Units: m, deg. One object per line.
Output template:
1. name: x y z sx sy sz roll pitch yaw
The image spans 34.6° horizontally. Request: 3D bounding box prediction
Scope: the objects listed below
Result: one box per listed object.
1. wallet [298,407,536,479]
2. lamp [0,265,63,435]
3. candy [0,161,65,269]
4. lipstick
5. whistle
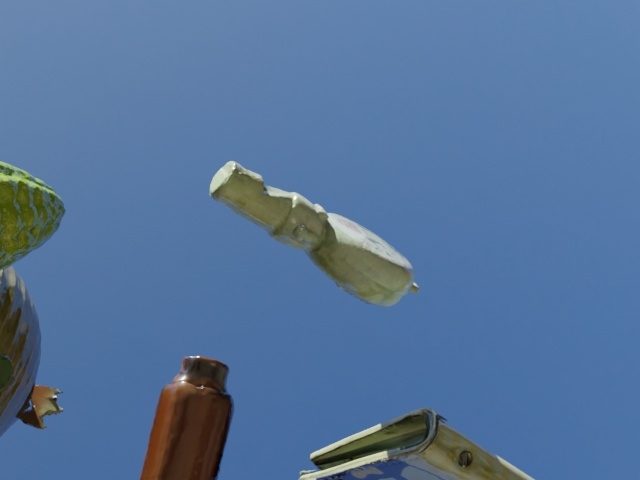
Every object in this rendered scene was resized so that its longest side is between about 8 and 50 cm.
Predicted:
1. wallet: 0.151 0.286 1.096 0.309 0.223 0.077 35 -127 -25
2. lamp: -0.378 0.117 1.012 0.284 0.250 0.250 35 -107 -34
3. candy: -0.228 -0.011 0.560 0.209 0.097 0.096 -6 -91 -53
4. lipstick: -0.141 0.299 0.838 0.077 0.077 0.418 20 -112 -22
5. whistle: 0.000 0.000 1.069 0.258 0.126 0.067 31 -81 -23
